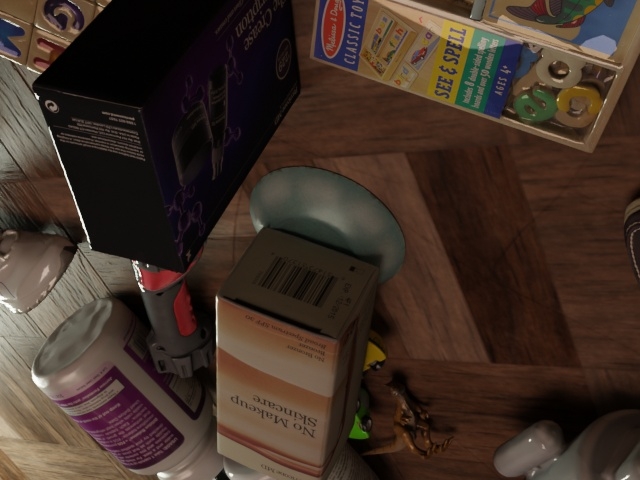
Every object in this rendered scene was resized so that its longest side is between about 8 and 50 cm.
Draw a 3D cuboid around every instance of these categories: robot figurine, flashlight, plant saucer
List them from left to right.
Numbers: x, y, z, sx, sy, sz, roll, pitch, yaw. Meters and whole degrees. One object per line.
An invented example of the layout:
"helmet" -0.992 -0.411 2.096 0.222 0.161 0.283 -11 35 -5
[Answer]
"flashlight" -0.184 0.064 1.222 0.103 0.103 0.304 12 144 13
"plant saucer" 0.000 0.000 1.081 0.195 0.037 0.195 16 139 14
"robot figurine" 0.344 0.332 1.114 0.300 0.200 0.353 43 144 14

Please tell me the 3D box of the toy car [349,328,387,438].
"toy car" 0.013 0.182 1.262 0.239 0.053 0.225 -1 134 32

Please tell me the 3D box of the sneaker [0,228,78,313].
"sneaker" -0.463 0.029 1.323 0.297 0.111 0.129 -8 134 36

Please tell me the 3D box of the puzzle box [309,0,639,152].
"puzzle box" 0.140 -0.263 0.692 0.272 0.052 0.409 21 141 10

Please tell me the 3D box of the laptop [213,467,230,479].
"laptop" -0.083 0.427 1.626 0.264 0.136 0.234 38 148 30

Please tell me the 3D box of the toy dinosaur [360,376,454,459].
"toy dinosaur" 0.120 0.260 1.297 0.112 0.064 0.211 39 145 31

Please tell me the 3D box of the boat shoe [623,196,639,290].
"boat shoe" 0.368 0.077 0.902 0.103 0.092 0.285 -9 129 37

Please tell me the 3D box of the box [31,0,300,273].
"box" -0.117 -0.131 0.822 0.103 0.261 0.184 15 140 16

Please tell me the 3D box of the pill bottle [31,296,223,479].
"pill bottle" -0.269 0.241 1.402 0.169 0.169 0.301 -14 125 40

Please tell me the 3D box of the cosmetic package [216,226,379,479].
"cosmetic package" -0.033 0.148 1.109 0.153 0.129 0.296 18 136 15

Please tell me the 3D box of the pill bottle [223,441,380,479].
"pill bottle" -0.003 0.371 1.396 0.160 0.160 0.283 -12 127 39

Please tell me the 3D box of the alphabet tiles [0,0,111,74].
"alphabet tiles" -0.315 -0.298 0.897 0.343 0.011 0.285 23 133 -7
